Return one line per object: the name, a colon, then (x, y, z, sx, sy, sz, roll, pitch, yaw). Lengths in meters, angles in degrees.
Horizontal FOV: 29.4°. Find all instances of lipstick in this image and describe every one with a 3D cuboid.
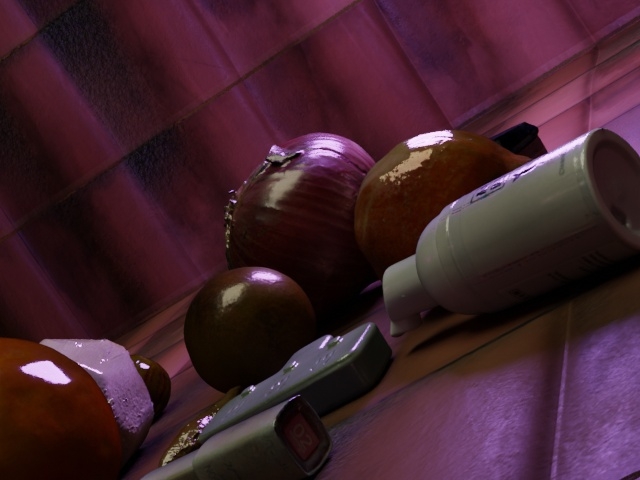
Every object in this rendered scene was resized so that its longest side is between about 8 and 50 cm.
lipstick: (-0.106, 0.257, 1.361, 0.253, 0.079, 0.077, -31, 7, 34)

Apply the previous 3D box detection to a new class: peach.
peach: (0.177, -0.042, 1.645, 0.256, 0.232, 0.232, -22, 9, 16)
peach: (-0.446, 0.307, 1.690, 0.301, 0.343, 0.343, 29, 50, 32)

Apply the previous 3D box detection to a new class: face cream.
face cream: (0.201, 0.010, 1.420, 0.369, 0.145, 0.145, -28, 8, 39)

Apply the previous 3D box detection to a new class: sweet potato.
sweet potato: (-0.155, 0.263, 1.658, 0.068, 0.060, 0.206, -16, 20, 33)

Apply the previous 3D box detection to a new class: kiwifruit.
kiwifruit: (-0.110, 0.135, 1.829, 0.196, 0.196, 0.234, -35, 8, -15)

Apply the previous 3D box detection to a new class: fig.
fig: (-0.368, 0.318, 2.216, 0.236, 0.124, 0.124, -54, 11, -14)

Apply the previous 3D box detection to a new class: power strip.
power strip: (-0.025, 0.187, 1.598, 0.265, 0.059, 0.193, -31, 6, 23)

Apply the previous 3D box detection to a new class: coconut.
coconut: (-0.398, 0.275, 1.994, 0.245, 0.245, 0.247, -32, 12, 14)

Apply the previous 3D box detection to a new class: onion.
onion: (-0.027, -0.019, 2.092, 0.353, 0.353, 0.353, -33, 6, 4)

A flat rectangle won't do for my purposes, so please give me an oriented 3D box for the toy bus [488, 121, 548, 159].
toy bus: (0.236, -0.071, 1.883, 0.127, 0.147, 0.302, -37, 9, -37)
